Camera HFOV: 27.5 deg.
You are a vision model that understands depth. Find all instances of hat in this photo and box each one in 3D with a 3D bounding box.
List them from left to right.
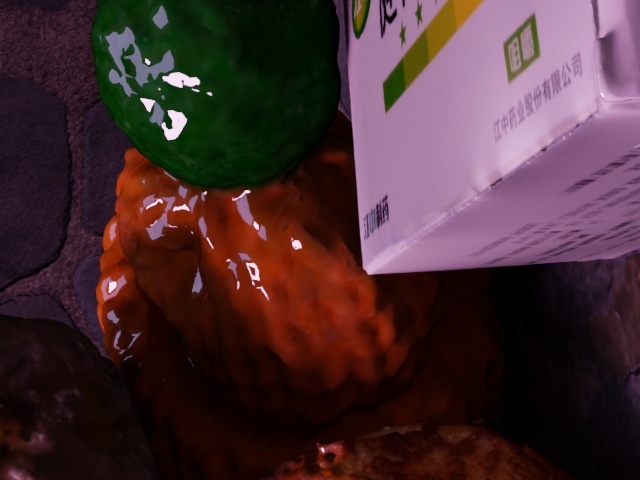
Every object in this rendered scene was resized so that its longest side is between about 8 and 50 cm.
[{"bbox_3d":[0.000,0.000,0.788,0.400,0.285,0.285,98,164,-54],"label":"hat"}]

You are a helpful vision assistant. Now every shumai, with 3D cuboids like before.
[{"bbox_3d":[-0.138,0.214,0.722,0.283,0.217,0.346,36,132,24],"label":"shumai"}]

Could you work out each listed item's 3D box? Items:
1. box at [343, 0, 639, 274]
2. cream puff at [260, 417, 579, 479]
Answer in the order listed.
[{"bbox_3d":[0.109,-0.093,0.531,0.333,0.145,0.173,136,132,-76],"label":"box"},{"bbox_3d":[0.054,0.209,0.680,0.164,0.240,0.240,-85,-8,-85],"label":"cream puff"}]
